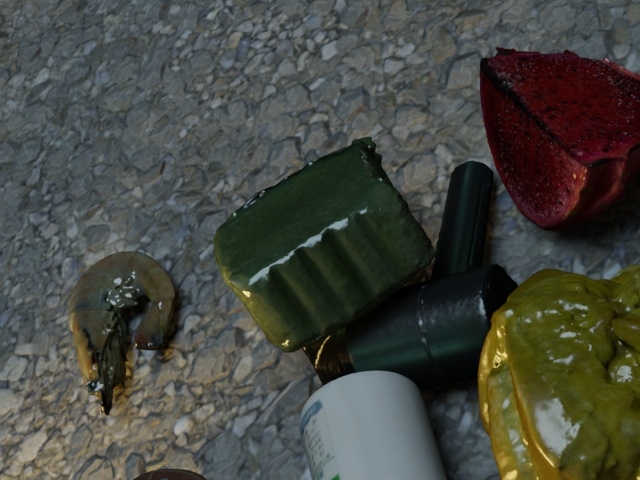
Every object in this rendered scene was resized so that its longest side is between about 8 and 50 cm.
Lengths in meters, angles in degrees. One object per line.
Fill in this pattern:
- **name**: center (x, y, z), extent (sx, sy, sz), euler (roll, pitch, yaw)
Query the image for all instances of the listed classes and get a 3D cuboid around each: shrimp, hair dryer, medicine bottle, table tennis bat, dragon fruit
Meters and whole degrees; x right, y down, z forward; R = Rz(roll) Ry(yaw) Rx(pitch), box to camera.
- **shrimp**: center (-0.240, 0.109, 1.918), extent (0.145, 0.059, 0.254), euler (-26, 42, 3)
- **hair dryer**: center (0.111, 0.037, 1.710), extent (0.244, 0.116, 0.302), euler (-13, 41, 29)
- **medicine bottle**: center (0.065, 0.260, 1.545), extent (0.139, 0.139, 0.237), euler (-29, 49, 14)
- **table tennis bat**: center (-0.200, 0.336, 1.762), extent (0.170, 0.119, 0.107), euler (3, 32, 10)
- **dragon fruit**: center (0.268, -0.111, 1.672), extent (0.189, 0.163, 0.261), euler (-62, 37, 23)

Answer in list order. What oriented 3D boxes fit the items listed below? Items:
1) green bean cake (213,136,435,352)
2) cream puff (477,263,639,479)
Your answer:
- **green bean cake**: center (0.000, 0.000, 1.663), extent (0.222, 0.125, 0.227), euler (-35, 25, 2)
- **cream puff**: center (0.292, 0.132, 1.351), extent (0.274, 0.270, 0.323), euler (-49, 39, 31)
